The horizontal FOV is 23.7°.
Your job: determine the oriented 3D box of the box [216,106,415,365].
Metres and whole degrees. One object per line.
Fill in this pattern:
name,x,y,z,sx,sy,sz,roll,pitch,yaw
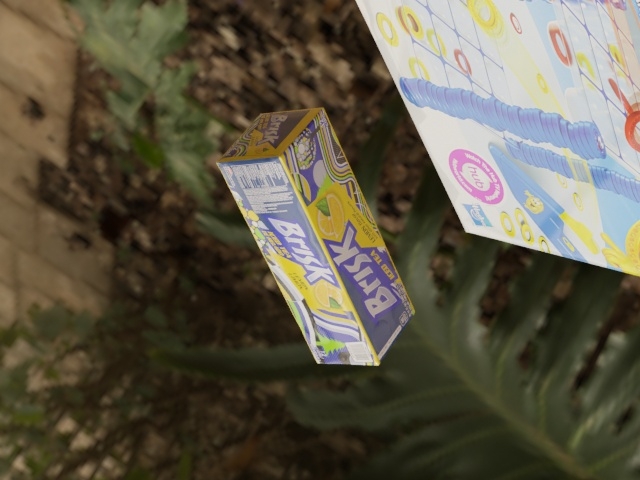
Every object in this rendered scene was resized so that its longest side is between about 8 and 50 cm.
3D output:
box,0.000,0.000,0.993,0.054,0.059,0.169,-1,126,37

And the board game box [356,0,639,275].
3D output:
board game box,0.143,-0.117,0.715,0.302,0.086,0.308,16,142,51
